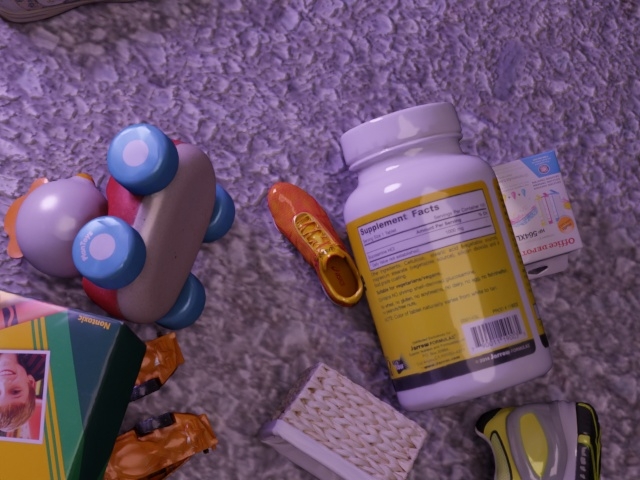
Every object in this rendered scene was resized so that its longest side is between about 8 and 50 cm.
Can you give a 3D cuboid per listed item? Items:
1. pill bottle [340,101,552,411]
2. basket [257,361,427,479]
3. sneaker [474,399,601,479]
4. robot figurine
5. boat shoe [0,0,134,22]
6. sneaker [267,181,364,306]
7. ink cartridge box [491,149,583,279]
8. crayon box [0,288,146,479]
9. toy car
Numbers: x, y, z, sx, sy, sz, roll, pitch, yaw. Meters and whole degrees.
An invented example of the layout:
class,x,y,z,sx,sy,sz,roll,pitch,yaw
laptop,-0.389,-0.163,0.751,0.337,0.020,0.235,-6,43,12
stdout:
class,x,y,z,sx,sy,sz,roll,pitch,yaw
pill bottle,0.136,0.018,1.546,0.188,0.188,0.334,-15,85,-13
basket,0.027,0.227,1.534,0.167,0.113,0.103,35,73,-5
sneaker,0.245,0.379,1.563,0.147,0.145,0.385,4,83,20
robot figurine,-0.275,0.223,1.486,0.291,0.085,0.211,-21,86,-14
boat shoe,-0.257,-0.334,1.568,0.285,0.089,0.105,-24,87,-14
sneaker,0.000,0.000,1.584,0.064,0.067,0.175,-37,89,-12
ink cartridge box,0.254,-0.024,1.626,0.092,0.090,0.143,-16,85,-13
crayon box,-0.405,0.199,1.374,0.363,0.106,0.313,13,73,14
toy car,-0.255,-0.029,1.497,0.238,0.219,0.210,14,78,20
